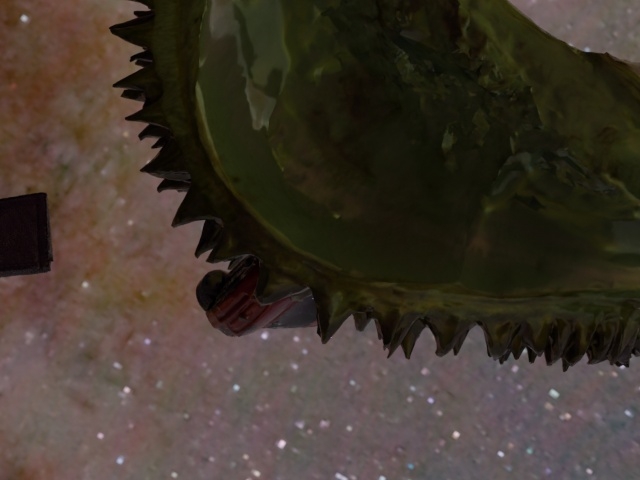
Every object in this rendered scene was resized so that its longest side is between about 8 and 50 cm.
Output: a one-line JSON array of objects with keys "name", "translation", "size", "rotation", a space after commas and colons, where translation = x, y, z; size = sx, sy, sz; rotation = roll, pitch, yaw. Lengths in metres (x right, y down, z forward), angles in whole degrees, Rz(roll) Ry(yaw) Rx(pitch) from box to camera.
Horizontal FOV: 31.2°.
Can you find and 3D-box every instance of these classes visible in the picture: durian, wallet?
[{"name": "durian", "translation": [0.064, -0.042, 0.602], "size": [0.198, 0.394, 0.163], "rotation": [-63, 179, 13]}, {"name": "wallet", "translation": [-0.370, 0.000, 1.221], "size": [0.166, 0.030, 0.111], "rotation": [-8, -136, -8]}]

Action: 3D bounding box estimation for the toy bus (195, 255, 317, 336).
[{"name": "toy bus", "translation": [0.000, 0.000, 0.762], "size": [0.081, 0.089, 0.195], "rotation": [-42, -171, 42]}]
